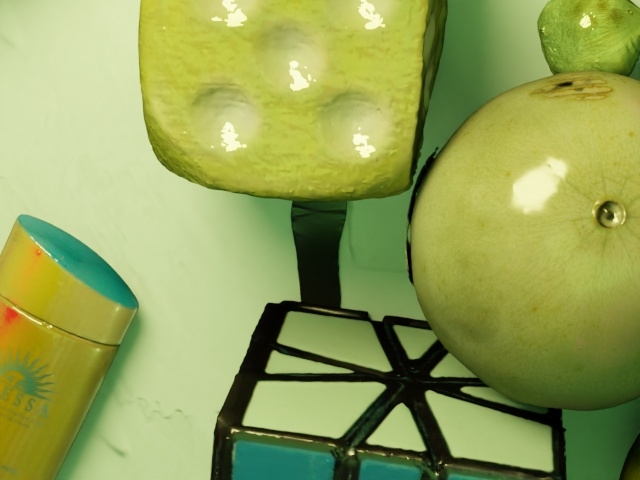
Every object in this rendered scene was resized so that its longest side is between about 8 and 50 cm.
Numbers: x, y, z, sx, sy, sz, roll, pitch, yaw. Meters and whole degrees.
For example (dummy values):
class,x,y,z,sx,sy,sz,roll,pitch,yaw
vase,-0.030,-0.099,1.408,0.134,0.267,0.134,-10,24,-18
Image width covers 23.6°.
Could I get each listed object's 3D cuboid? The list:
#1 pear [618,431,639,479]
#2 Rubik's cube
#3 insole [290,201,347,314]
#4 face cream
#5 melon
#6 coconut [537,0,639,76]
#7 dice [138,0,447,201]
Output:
class,x,y,z,sx,sy,sz,roll,pitch,yaw
pear,0.394,0.218,1.285,0.307,0.253,0.253,-32,102,38
Rubik's cube,0.054,0.241,1.332,0.288,0.293,0.283,8,108,7
insole,0.000,0.000,1.410,0.053,0.002,0.153,0,108,9
face cream,-0.278,0.123,1.457,0.139,0.067,0.285,27,110,-3
melon,0.200,0.001,1.220,0.268,0.330,0.268,0,85,1
coconut,0.230,-0.172,1.277,0.096,0.088,0.088,-21,104,20
dice,-0.016,-0.170,1.231,0.226,0.238,0.233,5,108,6
